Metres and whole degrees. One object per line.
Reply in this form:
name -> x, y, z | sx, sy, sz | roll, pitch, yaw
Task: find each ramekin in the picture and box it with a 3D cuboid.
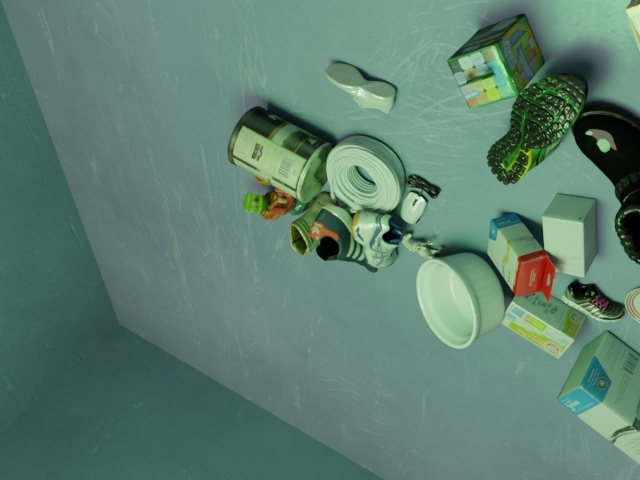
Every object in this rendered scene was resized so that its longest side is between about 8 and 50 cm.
ramekin -> 0.419, 0.169, 2.100 | 0.277, 0.135, 0.277 | 46, 146, 45

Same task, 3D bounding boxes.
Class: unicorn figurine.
unicorn figurine -> 0.316, 0.023, 2.186 | 0.162, 0.060, 0.111 | 47, 155, -15

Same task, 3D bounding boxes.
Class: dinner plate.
dinner plate -> 0.873, 0.174, 1.851 | 0.141, 0.017, 0.141 | 26, 142, 22

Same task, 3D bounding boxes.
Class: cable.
cable -> 0.136, -0.191, 2.119 | 0.257, 0.089, 0.257 | 14, 135, 33

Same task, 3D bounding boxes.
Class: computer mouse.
computer mouse -> 0.282, -0.106, 2.105 | 0.106, 0.042, 0.193 | 32, 143, 14

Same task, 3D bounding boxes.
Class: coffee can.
coffee can -> -0.119, -0.266, 2.187 | 0.275, 0.201, 0.202 | 30, 142, 17

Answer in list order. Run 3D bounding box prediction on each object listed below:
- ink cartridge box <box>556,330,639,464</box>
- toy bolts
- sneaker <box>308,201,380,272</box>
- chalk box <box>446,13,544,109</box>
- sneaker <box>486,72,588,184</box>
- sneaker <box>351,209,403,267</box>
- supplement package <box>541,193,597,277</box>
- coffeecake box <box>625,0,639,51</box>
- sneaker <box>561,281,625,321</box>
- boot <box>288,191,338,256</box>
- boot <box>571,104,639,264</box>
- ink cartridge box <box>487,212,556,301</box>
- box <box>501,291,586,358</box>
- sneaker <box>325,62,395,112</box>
ink cartridge box -> 0.854, 0.444, 1.968 | 0.307, 0.223, 0.129 | 38, 145, 7
toy bolts -> -0.121, -0.163, 2.397 | 0.228, 0.158, 0.219 | 18, 98, 45
sneaker -> 0.073, 0.028, 2.281 | 0.131, 0.148, 0.350 | 26, 163, 47
chalk box -> 0.383, -0.386, 1.574 | 0.132, 0.213, 0.132 | -7, 122, 47
sneaker -> 0.509, -0.273, 1.631 | 0.134, 0.146, 0.344 | 51, 154, 12
sneaker -> 0.200, 0.009, 2.189 | 0.130, 0.112, 0.296 | 4, 158, 26
supplement package -> 0.639, -0.013, 1.806 | 0.105, 0.105, 0.179 | 14, 136, 35
coffeecake box -> 0.706, -0.421, 1.355 | 0.185, 0.068, 0.142 | -6, 122, 46
sneaker -> 0.743, 0.163, 1.923 | 0.170, 0.063, 0.075 | 26, 147, 30
boot -> 0.000, 0.000, 2.341 | 0.095, 0.203, 0.262 | 10, 132, 38
boot -> 0.666, -0.123, 1.533 | 0.348, 0.260, 0.131 | 38, 144, 6
ink cartridge box -> 0.534, 0.053, 1.888 | 0.231, 0.077, 0.134 | -112, 11, -47
box -> 0.644, 0.230, 2.051 | 0.203, 0.103, 0.114 | 32, 143, 15
sneaker -> 0.104, -0.409, 1.943 | 0.212, 0.080, 0.094 | 30, 154, 16
